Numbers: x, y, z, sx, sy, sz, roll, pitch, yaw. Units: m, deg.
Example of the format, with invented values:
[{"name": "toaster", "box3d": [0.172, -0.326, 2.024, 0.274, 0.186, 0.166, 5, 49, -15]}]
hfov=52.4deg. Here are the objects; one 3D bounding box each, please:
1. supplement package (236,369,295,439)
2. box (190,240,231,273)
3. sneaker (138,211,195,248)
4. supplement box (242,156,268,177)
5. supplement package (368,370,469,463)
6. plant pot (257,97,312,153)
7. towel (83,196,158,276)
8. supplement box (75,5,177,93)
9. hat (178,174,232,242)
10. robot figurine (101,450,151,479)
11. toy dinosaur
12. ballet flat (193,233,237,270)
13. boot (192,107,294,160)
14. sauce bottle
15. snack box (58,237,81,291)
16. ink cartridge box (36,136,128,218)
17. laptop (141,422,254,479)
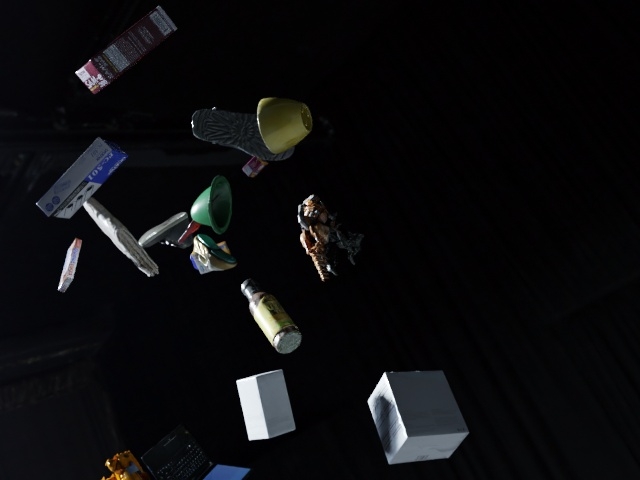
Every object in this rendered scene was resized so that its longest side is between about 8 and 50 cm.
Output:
[{"name": "supplement package", "box3d": [-0.161, 0.484, 1.920, 0.105, 0.179, 0.105, -6, -12, -42]}, {"name": "box", "box3d": [-0.370, 0.061, 2.196, 0.136, 0.081, 0.028, -19, 24, 7]}, {"name": "sneaker", "box3d": [-0.543, -0.003, 2.345, 0.083, 0.118, 0.222, 0, 28, 43]}, {"name": "supplement box", "box3d": [-0.252, -0.288, 2.515, 0.083, 0.043, 0.055, -44, -13, 15]}, {"name": "supplement package", "box3d": [0.268, 0.492, 1.824, 0.194, 0.203, 0.149, 3, -46, -21]}, {"name": "plant pot", "box3d": [-0.075, -0.280, 1.540, 0.095, 0.134, 0.134, -9, -10, 22]}, {"name": "towel", "box3d": [-0.585, -0.004, 1.915, 0.049, 0.187, 0.282, -45, -30, -16]}, {"name": "supplement box", "box3d": [-0.481, -0.472, 1.616, 0.239, 0.073, 0.130, -49, 25, -25]}, {"name": "hat", "box3d": [-0.391, -0.100, 2.029, 0.184, 0.208, 0.173, 2, -4, 16]}, {"name": "robot figurine", "box3d": [-0.472, 0.704, 1.670, 0.085, 0.291, 0.211, -2, -48, -50]}, {"name": "toy dinosaur", "box3d": [0.000, 0.000, 2.070, 0.164, 0.321, 0.218, -15, -41, 42]}, {"name": "ballet flat", "box3d": [-0.321, 0.053, 1.972, 0.080, 0.232, 0.073, 11, -75, -36]}, {"name": "boot", "box3d": [-0.295, -0.401, 2.410, 0.367, 0.146, 0.445, 17, 5, -12]}, {"name": "sauce bottle", "box3d": [-0.194, 0.270, 2.418, 0.112, 0.344, 0.111, -22, -44, -23]}, {"name": "snack box", "box3d": [-0.755, 0.073, 1.964, 0.022, 0.178, 0.064, 25, -59, -27]}, {"name": "ink cartridge box", "box3d": [-0.537, -0.139, 1.476, 0.207, 0.046, 0.097, -46, -5, 4]}, {"name": "laptop", "box3d": [-0.384, 0.708, 2.061, 0.137, 0.264, 0.234, -40, -4, 24]}]
